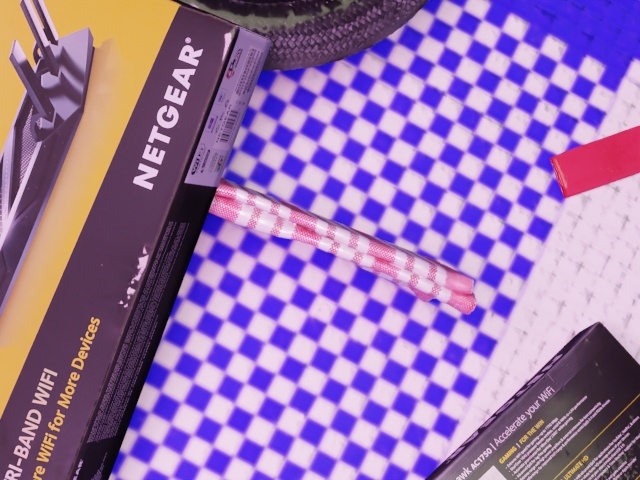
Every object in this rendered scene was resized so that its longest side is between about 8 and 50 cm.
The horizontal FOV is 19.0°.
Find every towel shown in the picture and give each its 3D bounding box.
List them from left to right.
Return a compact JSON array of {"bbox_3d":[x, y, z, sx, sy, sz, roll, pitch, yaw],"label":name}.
[{"bbox_3d":[0.000,0.000,1.229,0.197,0.144,0.029,21,91,-6],"label":"towel"}]

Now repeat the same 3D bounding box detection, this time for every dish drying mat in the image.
[{"bbox_3d":[0.204,-0.057,1.351,0.083,0.008,0.032,-19,83,-16],"label":"dish drying mat"}]

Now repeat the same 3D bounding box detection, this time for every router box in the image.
[{"bbox_3d":[-0.198,-0.022,1.138,0.243,0.081,0.309,21,94,14],"label":"router box"},{"bbox_3d":[0.165,0.161,1.273,0.179,0.046,0.133,-41,87,-17],"label":"router box"}]

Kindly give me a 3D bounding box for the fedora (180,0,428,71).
[{"bbox_3d":[-0.047,-0.260,1.271,0.334,0.152,0.334,2,79,-11],"label":"fedora"}]
